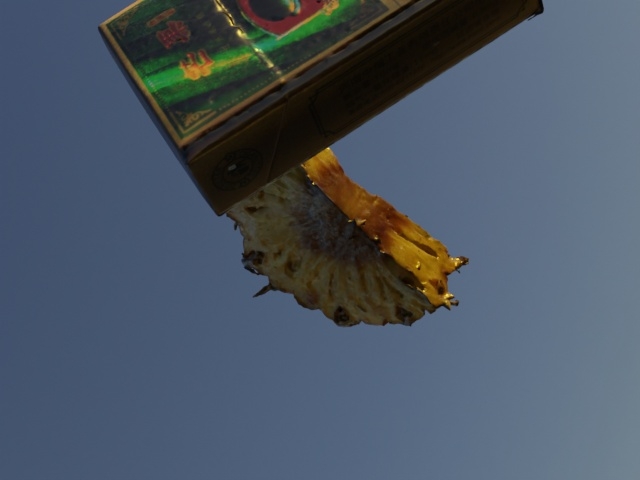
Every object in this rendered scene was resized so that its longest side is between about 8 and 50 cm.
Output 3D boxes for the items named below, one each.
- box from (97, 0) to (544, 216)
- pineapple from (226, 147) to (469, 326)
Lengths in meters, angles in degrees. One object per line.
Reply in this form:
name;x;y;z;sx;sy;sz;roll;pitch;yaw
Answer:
box;-0.003;-0.137;0.652;0.240;0.159;0.071;-33;-39;-5
pineapple;0.000;0.001;0.887;0.135;0.233;0.079;-46;6;37
